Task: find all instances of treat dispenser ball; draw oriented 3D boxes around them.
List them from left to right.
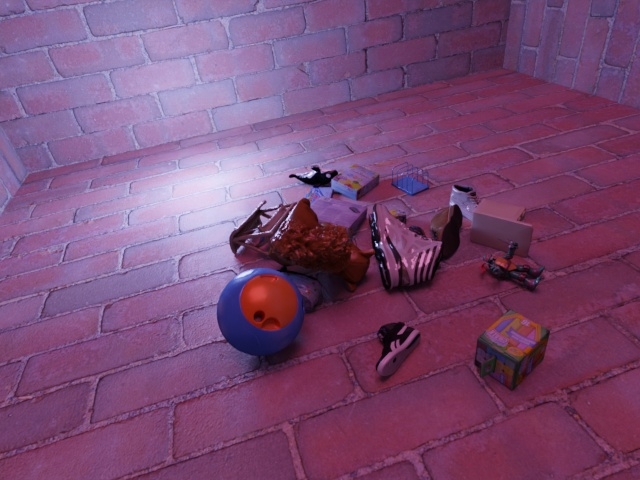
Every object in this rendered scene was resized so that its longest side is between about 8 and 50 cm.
[{"bbox_3d":[-0.197,0.235,1.375,0.288,0.288,0.288,-6,36,4],"label":"treat dispenser ball"}]

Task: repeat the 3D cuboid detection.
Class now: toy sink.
[{"bbox_3d":[0.756,-0.058,1.694,0.234,0.152,0.131,20,44,36],"label":"toy sink"}]

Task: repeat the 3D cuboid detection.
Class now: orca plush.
[{"bbox_3d":[-0.043,-0.337,2.303,0.287,0.151,0.102,6,69,16],"label":"orca plush"}]

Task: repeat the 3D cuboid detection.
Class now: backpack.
[{"bbox_3d":[-0.086,0.188,1.561,0.182,0.152,0.115,11,56,21],"label":"backpack"}]

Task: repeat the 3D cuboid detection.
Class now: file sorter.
[{"bbox_3d":[0.470,-0.329,2.174,0.118,0.104,0.170,-24,38,-21],"label":"file sorter"}]

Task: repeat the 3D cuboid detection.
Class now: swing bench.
[{"bbox_3d":[-0.258,-0.058,1.903,0.255,0.165,0.253,8,39,23],"label":"swing bench"}]

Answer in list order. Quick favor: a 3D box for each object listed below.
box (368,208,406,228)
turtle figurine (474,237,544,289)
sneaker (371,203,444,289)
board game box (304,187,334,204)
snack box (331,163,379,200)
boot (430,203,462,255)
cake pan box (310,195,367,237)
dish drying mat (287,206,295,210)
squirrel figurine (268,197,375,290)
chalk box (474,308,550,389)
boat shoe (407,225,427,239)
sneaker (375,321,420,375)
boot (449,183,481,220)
[{"bbox_3d":[0.312,-0.102,1.934,0.169,0.054,0.059,-9,35,0],"label":"box"},{"bbox_3d":[0.696,0.088,1.536,0.234,0.118,0.175,27,62,19],"label":"turtle figurine"},{"bbox_3d":[0.355,0.011,1.696,0.258,0.169,0.447,-5,44,-1],"label":"sneaker"},{"bbox_3d":[-0.020,-0.197,2.162,0.145,0.027,0.281,1,37,11],"label":"board game box"},{"bbox_3d":[0.189,-0.319,2.232,0.175,0.070,0.207,30,49,28],"label":"snack box"},{"bbox_3d":[0.529,-0.033,1.782,0.115,0.112,0.305,-19,28,39],"label":"boot"},{"bbox_3d":[0.057,-0.116,1.945,0.267,0.070,0.246,16,31,19],"label":"cake pan box"},{"bbox_3d":[-0.135,-0.175,2.150,0.083,0.008,0.032,-16,29,26],"label":"dish drying mat"},{"bbox_3d":[0.012,0.046,1.564,0.371,0.281,0.397,31,5,-1],"label":"squirrel figurine"},{"bbox_3d":[0.548,0.330,1.216,0.213,0.132,0.132,-31,41,-26],"label":"chalk box"},{"bbox_3d":[0.432,-0.014,1.776,0.083,0.065,0.183,-29,41,-30],"label":"boat shoe"},{"bbox_3d":[0.216,0.341,1.328,0.121,0.079,0.217,20,36,39],"label":"sneaker"},{"bbox_3d":[0.696,-0.170,1.885,0.095,0.123,0.258,-28,40,-25],"label":"boot"}]
